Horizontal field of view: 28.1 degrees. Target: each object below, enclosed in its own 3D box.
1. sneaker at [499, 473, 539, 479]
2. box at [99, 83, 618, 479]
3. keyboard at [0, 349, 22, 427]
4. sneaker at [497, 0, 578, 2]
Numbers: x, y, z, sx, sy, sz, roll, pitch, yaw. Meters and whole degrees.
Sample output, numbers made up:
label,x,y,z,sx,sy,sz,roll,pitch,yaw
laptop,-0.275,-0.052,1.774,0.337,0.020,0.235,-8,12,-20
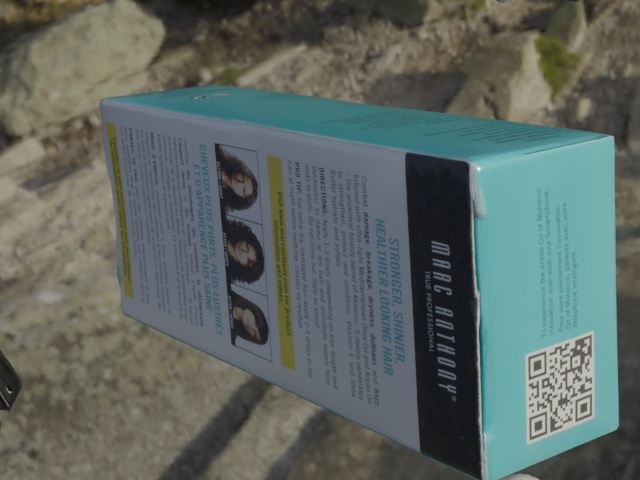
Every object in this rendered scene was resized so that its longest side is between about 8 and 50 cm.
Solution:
label,x,y,z,sx,sy,sz,roll,pitch,yaw
sneaker,0.144,0.181,0.664,0.152,0.058,0.084,34,17,16
box,0.000,0.000,0.479,0.060,0.100,0.244,-14,17,-33
keyboard,-0.371,0.095,1.035,0.317,0.201,0.033,5,44,28
sneaker,0.182,-0.213,0.877,0.076,0.166,0.065,8,74,-16
